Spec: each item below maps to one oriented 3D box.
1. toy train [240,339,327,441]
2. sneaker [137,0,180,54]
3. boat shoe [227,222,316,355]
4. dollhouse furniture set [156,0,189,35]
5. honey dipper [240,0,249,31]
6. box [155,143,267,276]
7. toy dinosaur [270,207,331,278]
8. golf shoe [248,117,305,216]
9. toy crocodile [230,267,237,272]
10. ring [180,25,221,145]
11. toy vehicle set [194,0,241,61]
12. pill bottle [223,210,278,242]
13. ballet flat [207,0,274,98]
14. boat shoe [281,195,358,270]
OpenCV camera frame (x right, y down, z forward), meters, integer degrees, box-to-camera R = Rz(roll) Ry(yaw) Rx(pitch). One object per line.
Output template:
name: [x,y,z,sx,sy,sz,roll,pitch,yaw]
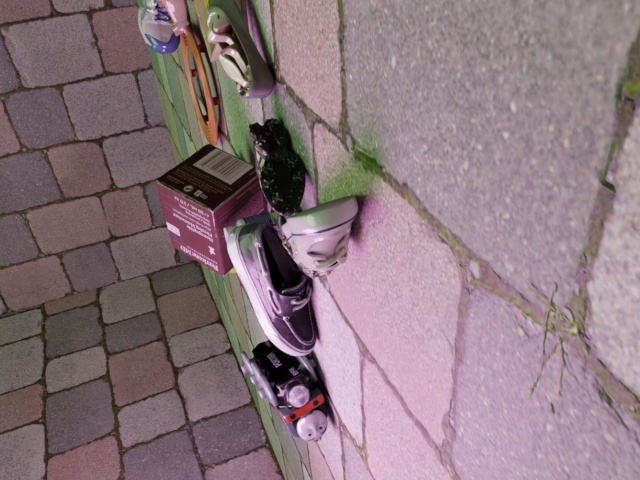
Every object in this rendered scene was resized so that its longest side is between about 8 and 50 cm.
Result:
toy train: [-0.077,0.341,1.330,0.190,0.142,0.334,65,165,-14]
sneaker: [-0.439,-0.661,1.536,0.131,0.111,0.297,156,106,-69]
boat shoe: [-0.067,0.097,1.096,0.102,0.108,0.301,-9,113,39]
dollhouse furniture set: [-0.304,-0.600,1.246,0.303,0.173,0.356,59,177,45]
honey dipper: [-0.127,-0.354,0.987,0.030,0.030,0.161,-129,31,-54]
box: [-0.232,-0.069,1.261,0.168,0.167,0.203,27,141,23]
toy dinosaur: [-0.057,-0.035,1.011,0.268,0.064,0.118,-122,16,-52]
golf shoe: [-0.069,-0.112,0.960,0.094,0.077,0.198,91,167,-57]
toy crocodile: [-0.232,-0.066,1.476,0.115,0.105,0.341,-124,24,-46]
ring: [-0.332,-0.432,1.590,0.336,0.032,0.337,164,90,-73]
toy vehicle set: [-0.209,-0.474,1.125,0.267,0.035,0.166,-175,69,-73]
pill bottle: [-0.134,-0.018,1.165,0.067,0.120,0.067,164,90,-74]
ballet flat: [-0.149,-0.331,0.946,0.072,0.068,0.213,-37,79,52]
boat shoe: [0.000,0.000,0.788,0.267,0.096,0.088,160,90,-75]
